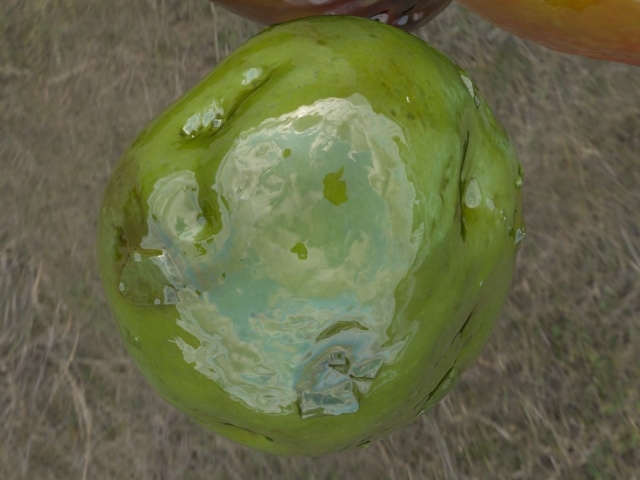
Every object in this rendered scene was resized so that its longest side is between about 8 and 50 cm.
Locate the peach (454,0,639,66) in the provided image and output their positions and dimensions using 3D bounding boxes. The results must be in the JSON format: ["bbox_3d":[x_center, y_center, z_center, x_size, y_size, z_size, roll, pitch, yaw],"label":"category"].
[{"bbox_3d":[0.153,-0.247,0.712,0.372,0.290,0.373,0,87,2],"label":"peach"}]

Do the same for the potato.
[{"bbox_3d":[0.000,0.000,0.660,0.148,0.253,0.186,28,71,15],"label":"potato"}]

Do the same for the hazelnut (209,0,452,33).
[{"bbox_3d":[-0.003,-0.218,0.948,0.229,0.229,0.230,-1,108,-4],"label":"hazelnut"}]
